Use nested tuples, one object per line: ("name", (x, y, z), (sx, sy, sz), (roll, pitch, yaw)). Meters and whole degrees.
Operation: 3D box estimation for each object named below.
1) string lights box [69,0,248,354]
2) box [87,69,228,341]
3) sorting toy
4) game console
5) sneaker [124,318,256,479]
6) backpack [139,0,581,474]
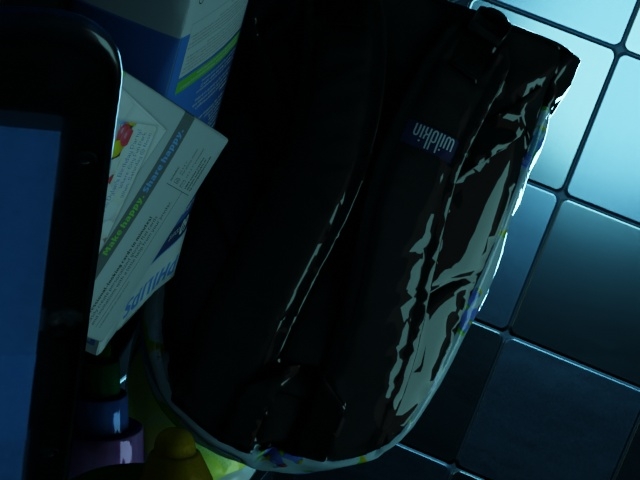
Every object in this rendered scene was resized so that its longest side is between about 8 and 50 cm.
("string lights box", (-0.119, -0.072, 1.163), (0.133, 0.076, 0.260), (-51, 162, -62))
("box", (-0.140, -0.029, 1.009), (0.145, 0.038, 0.186), (-58, 152, 0))
("sorting toy", (-0.129, 0.153, 1.301), (0.365, 0.127, 0.126), (-141, -130, -69))
("game console", (-0.208, 0.070, 0.625), (0.250, 0.173, 0.293), (-60, 168, -45))
("sneaker", (-0.075, 0.031, 1.530), (0.147, 0.145, 0.385), (98, 6, -66))
("backpack", (0.000, 0.000, 1.365), (0.273, 0.290, 0.356), (142, -38, -67))
